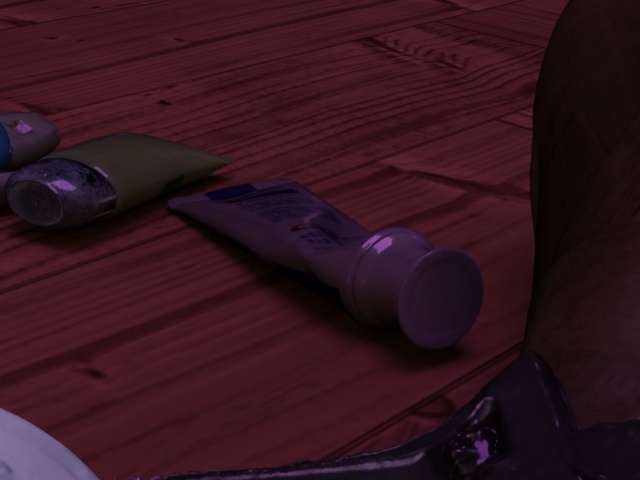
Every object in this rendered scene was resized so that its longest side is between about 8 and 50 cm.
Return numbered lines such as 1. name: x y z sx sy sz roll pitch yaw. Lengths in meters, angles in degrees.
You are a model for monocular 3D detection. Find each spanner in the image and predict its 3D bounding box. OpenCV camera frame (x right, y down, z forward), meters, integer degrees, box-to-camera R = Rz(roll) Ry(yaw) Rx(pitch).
1. spanner: -0.020 0.092 0.432 0.325 0.026 0.093 -13 40 31

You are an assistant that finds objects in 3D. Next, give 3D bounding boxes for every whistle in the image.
1. whistle: -0.253 -0.054 0.840 0.114 0.077 0.236 32 28 15

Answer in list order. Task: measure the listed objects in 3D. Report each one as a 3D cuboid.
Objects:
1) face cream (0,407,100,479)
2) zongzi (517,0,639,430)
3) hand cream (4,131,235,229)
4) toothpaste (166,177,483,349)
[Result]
1. face cream: -0.127 0.176 0.228 0.145 0.145 0.369 3 22 -1
2. zongzi: 0.114 -0.004 0.610 0.467 0.218 0.500 -16 27 -18
3. hand cream: -0.142 -0.045 0.872 0.095 0.046 0.175 13 18 23
4. toothpaste: 0.000 0.000 0.785 0.096 0.061 0.266 -11 20 -28
